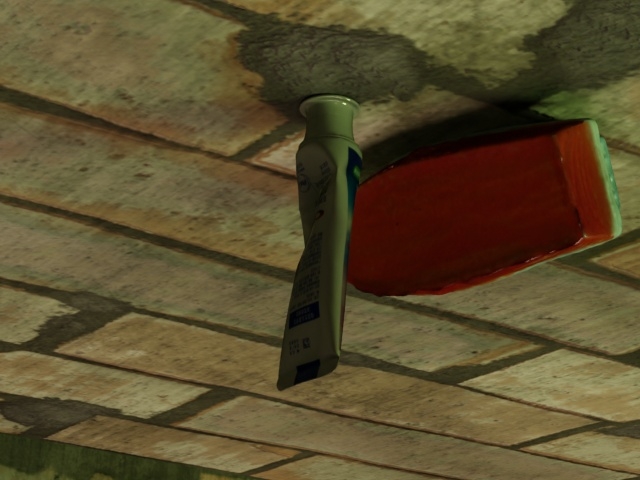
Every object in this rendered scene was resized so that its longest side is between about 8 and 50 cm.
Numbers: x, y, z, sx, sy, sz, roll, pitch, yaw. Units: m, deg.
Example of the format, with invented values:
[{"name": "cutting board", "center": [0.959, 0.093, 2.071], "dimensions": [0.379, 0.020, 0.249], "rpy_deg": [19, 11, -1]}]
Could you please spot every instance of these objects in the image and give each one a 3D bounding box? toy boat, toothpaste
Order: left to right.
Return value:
[{"name": "toothpaste", "center": [0.000, 0.000, 1.339], "dimensions": [0.061, 0.266, 0.096], "rpy_deg": [17, 155, -27]}, {"name": "toy boat", "center": [0.139, -0.027, 1.453], "dimensions": [0.332, 0.145, 0.133], "rpy_deg": [-15, -179, 38]}]
